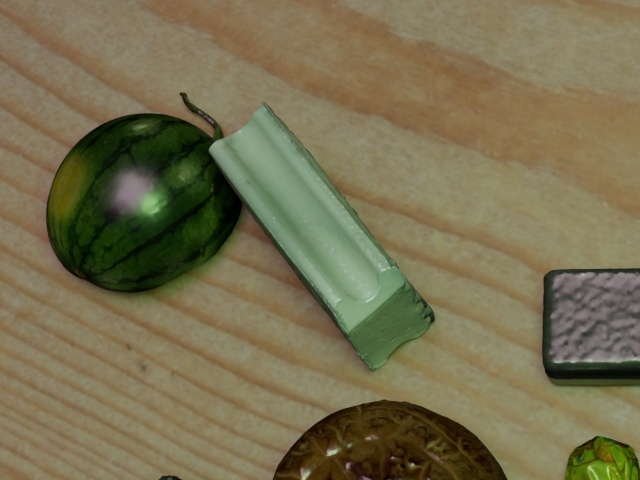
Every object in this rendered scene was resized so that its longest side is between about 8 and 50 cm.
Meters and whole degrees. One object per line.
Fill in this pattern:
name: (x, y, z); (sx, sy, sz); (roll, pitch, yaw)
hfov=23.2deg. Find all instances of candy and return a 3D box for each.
candy: (0.267, 0.307, 1.412); (0.073, 0.077, 0.262); (-10, 72, 14)

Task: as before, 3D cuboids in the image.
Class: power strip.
power strip: (0.342, 0.083, 1.485); (0.257, 0.070, 0.105); (-2, 68, 17)

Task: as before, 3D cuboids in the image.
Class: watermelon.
watermelon: (-0.193, -0.059, 1.669); (0.232, 0.127, 0.204); (-38, 58, -9)

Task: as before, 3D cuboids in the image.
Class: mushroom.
mushroom: (0.063, 0.269, 1.433); (0.253, 0.153, 0.253); (-1, 66, 2)

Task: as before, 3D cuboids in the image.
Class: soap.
soap: (0.000, 0.000, 1.574); (0.094, 0.150, 0.261); (-38, 62, 3)

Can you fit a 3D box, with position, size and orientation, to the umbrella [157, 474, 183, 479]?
umbrella: (-0.103, 0.378, 1.446); (0.154, 0.128, 0.336); (-24, 65, -1)
